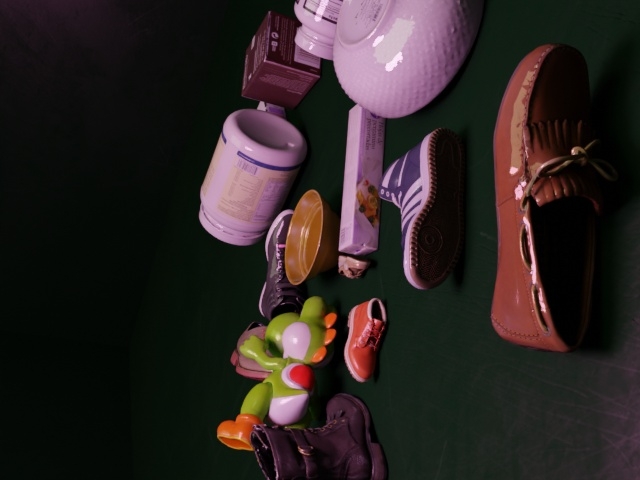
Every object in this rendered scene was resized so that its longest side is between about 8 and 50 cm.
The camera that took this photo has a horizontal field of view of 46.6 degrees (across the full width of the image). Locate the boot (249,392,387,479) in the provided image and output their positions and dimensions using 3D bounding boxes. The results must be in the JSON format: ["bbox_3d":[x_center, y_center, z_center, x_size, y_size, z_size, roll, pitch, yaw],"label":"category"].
[{"bbox_3d":[-0.017,0.353,1.338,0.263,0.229,0.091,-125,50,-61],"label":"boot"}]

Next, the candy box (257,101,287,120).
[{"bbox_3d":[-0.163,-0.324,2.274,0.196,0.070,0.165,-101,31,-44],"label":"candy box"}]

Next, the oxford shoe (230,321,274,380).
[{"bbox_3d":[-0.144,0.275,1.856,0.348,0.123,0.130,9,83,68],"label":"oxford shoe"}]

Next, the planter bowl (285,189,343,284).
[{"bbox_3d":[0.000,0.000,1.670,0.217,0.090,0.217,-169,90,-69],"label":"planter bowl"}]

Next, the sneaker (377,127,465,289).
[{"bbox_3d":[0.163,-0.040,1.264,0.153,0.099,0.282,-26,48,58],"label":"sneaker"}]

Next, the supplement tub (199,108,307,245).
[{"bbox_3d":[-0.195,-0.171,2.050,0.235,0.235,0.325,-105,33,-49],"label":"supplement tub"}]

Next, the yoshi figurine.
[{"bbox_3d":[-0.079,0.287,1.564,0.203,0.203,0.362,75,-146,-53],"label":"yoshi figurine"}]

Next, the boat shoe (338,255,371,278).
[{"bbox_3d":[0.070,0.056,1.531,0.135,0.050,0.045,179,98,-78],"label":"boat shoe"}]

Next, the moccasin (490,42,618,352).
[{"bbox_3d":[0.287,-0.054,0.910,0.147,0.139,0.380,177,103,-67],"label":"moccasin"}]

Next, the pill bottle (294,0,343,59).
[{"bbox_3d":[0.052,-0.593,1.721,0.181,0.181,0.323,-110,37,-53],"label":"pill bottle"}]

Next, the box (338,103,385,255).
[{"bbox_3d":[0.089,-0.131,1.551,0.067,0.063,0.324,150,128,-61],"label":"box"}]

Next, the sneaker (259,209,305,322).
[{"bbox_3d":[-0.077,0.080,1.818,0.147,0.105,0.295,-136,54,-63],"label":"sneaker"}]

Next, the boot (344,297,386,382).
[{"bbox_3d":[0.089,0.185,1.401,0.084,0.059,0.158,-39,43,51],"label":"boot"}]

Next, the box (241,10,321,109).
[{"bbox_3d":[-0.108,-0.502,2.094,0.203,0.167,0.168,142,135,-59],"label":"box"}]

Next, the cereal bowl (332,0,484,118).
[{"bbox_3d":[0.133,-0.410,1.384,0.339,0.141,0.339,-29,53,46],"label":"cereal bowl"}]
